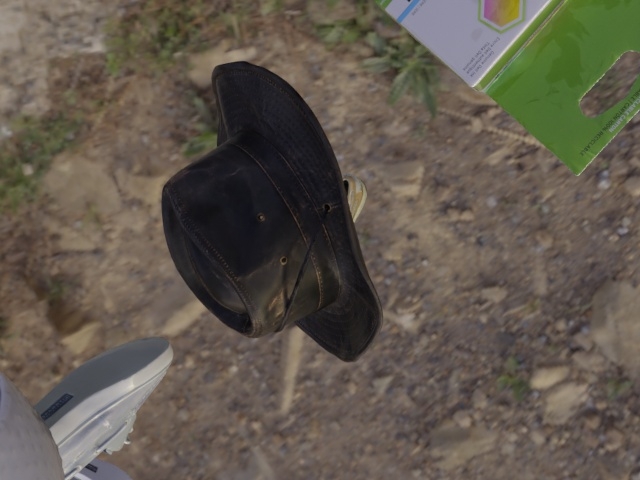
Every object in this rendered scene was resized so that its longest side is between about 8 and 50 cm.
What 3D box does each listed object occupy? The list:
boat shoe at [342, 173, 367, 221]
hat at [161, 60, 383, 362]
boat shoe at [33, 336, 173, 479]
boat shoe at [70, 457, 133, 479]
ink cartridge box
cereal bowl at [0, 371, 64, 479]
[{"bbox_3d":[0.000,0.000,1.592,0.068,0.072,0.190,20,94,12],"label":"boat shoe"},{"bbox_3d":[-0.078,-0.005,1.216,0.331,0.134,0.331,50,154,35],"label":"hat"},{"bbox_3d":[-0.237,0.186,1.250,0.079,0.227,0.081,14,133,47],"label":"boat shoe"},{"bbox_3d":[-0.325,0.338,1.740,0.142,0.049,0.040,35,138,-9],"label":"boat shoe"},{"bbox_3d":[0.212,-0.214,1.169,0.255,0.097,0.189,43,101,9],"label":"ink cartridge box"},{"bbox_3d":[-0.315,0.257,0.882,0.339,0.339,0.141,-23,117,33],"label":"cereal bowl"}]
